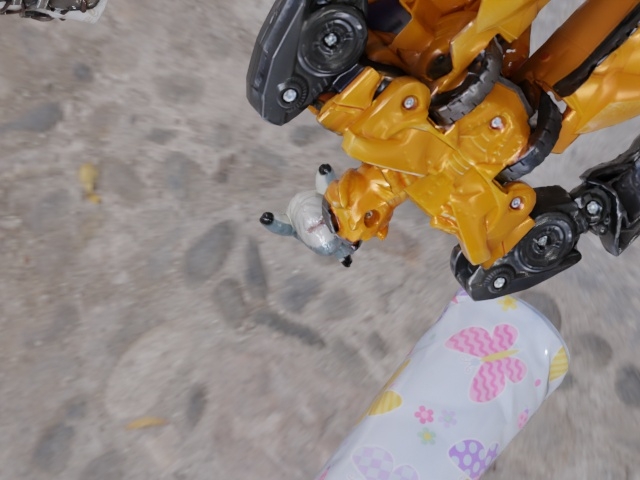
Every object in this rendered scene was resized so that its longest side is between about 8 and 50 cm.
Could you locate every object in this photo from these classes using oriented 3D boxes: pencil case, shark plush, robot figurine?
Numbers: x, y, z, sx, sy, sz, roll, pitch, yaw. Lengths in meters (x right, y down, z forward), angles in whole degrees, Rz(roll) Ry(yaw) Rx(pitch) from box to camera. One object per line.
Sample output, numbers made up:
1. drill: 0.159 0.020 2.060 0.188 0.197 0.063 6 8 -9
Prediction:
1. pencil case: 0.096 0.165 1.447 0.124 0.113 0.273 39 65 -3
2. shark plush: 0.000 0.000 1.474 0.073 0.161 0.067 -37 75 -9
3. robot figurine: 0.103 -0.111 0.667 0.291 0.085 0.211 -44 128 7

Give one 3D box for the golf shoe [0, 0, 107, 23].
1. golf shoe: -0.174 -0.159 1.053 0.198 0.077 0.094 -37 108 -19
